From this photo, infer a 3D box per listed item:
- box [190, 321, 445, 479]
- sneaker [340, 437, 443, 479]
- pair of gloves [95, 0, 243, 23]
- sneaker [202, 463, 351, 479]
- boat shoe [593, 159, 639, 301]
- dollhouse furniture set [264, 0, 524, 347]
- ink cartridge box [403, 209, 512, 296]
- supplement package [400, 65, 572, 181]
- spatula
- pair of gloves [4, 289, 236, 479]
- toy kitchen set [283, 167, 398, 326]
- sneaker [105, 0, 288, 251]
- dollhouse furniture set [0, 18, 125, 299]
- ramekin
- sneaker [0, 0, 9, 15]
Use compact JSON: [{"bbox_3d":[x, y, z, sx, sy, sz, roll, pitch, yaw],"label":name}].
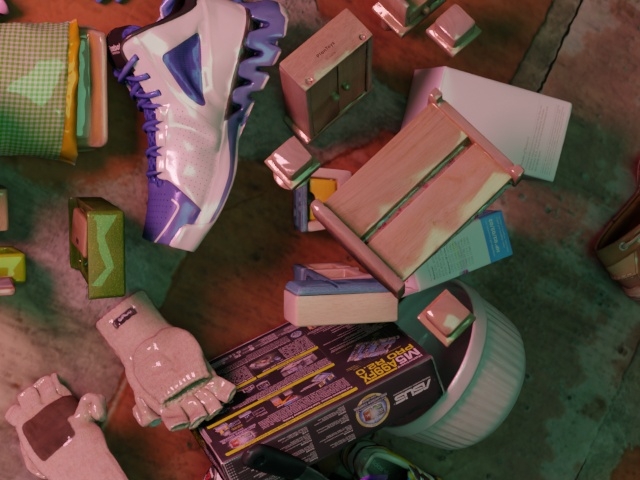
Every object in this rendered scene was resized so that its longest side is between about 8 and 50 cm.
[{"bbox_3d":[-0.023,0.174,1.524,0.270,0.216,0.060,-26,118,-14],"label":"box"},{"bbox_3d":[0.112,0.318,1.650,0.186,0.084,0.069,31,86,-17],"label":"sneaker"},{"bbox_3d":[-0.191,-0.317,1.532,0.198,0.023,0.159,40,83,-17],"label":"pair of gloves"},{"bbox_3d":[-0.013,0.367,1.614,0.331,0.122,0.146,34,103,-18],"label":"sneaker"},{"bbox_3d":[0.481,-0.075,1.710,0.116,0.123,0.324,37,83,-15],"label":"boat shoe"},{"bbox_3d":[0.125,-0.094,1.497,0.303,0.174,0.355,-42,78,-9],"label":"dollhouse furniture set"},{"bbox_3d":[0.131,0.015,1.602,0.181,0.104,0.061,-20,101,-25],"label":"ink cartridge box"},{"bbox_3d":[0.204,-0.145,1.625,0.179,0.105,0.105,13,92,-18],"label":"supplement package"},{"bbox_3d":[-0.009,0.265,1.424,0.084,0.030,0.296,-46,143,5],"label":"spatula"},{"bbox_3d":[-0.237,0.192,1.494,0.240,0.204,0.042,-44,144,-12],"label":"pair of gloves"},{"bbox_3d":[0.000,0.000,1.520,0.122,0.207,0.166,-2,98,-18],"label":"toy kitchen set"},{"bbox_3d":[-0.175,-0.158,1.495,0.182,0.127,0.315,20,86,-20],"label":"sneaker"},{"bbox_3d":[-0.327,-0.093,1.429,0.198,0.151,0.301,-3,101,-17],"label":"dollhouse furniture set"},{"bbox_3d":[0.157,0.159,1.592,0.109,0.207,0.207,31,86,-26],"label":"ramekin"},{"bbox_3d":[-0.408,-0.289,1.460,0.057,0.047,0.119,-40,104,2],"label":"sneaker"}]
